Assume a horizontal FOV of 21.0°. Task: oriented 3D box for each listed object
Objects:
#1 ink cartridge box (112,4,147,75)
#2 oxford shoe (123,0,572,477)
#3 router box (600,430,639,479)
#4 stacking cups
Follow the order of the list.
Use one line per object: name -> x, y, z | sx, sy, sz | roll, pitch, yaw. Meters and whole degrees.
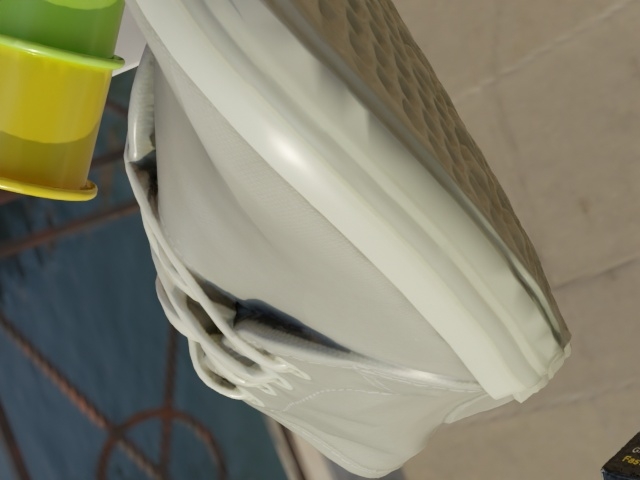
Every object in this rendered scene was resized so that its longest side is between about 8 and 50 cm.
ink cartridge box -> -0.228, -0.122, 1.116 | 0.100, 0.237, 0.172 | 69, 163, -9
oxford shoe -> 0.000, 0.000, 0.590 | 0.169, 0.130, 0.449 | 65, -176, 16
router box -> 0.230, 0.101, 0.731 | 0.179, 0.133, 0.046 | 11, 122, 39
stacking cups -> -0.105, -0.180, 0.793 | 0.096, 0.096, 0.316 | 25, 100, 52
